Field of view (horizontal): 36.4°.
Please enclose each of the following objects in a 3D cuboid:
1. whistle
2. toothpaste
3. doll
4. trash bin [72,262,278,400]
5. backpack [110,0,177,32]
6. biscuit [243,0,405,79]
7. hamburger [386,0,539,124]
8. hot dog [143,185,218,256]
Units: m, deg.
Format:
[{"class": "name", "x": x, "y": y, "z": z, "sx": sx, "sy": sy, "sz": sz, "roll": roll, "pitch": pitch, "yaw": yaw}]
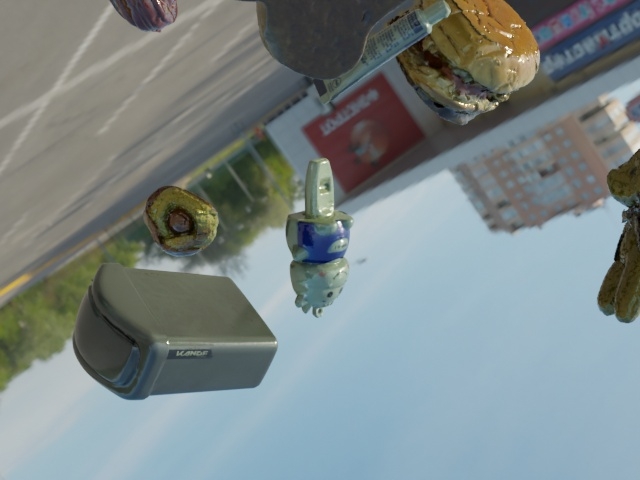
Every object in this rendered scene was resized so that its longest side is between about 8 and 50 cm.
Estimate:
[{"class": "whistle", "x": 0.000, "y": 0.000, "z": 1.450, "sx": 0.092, "sy": 0.245, "sz": 0.110, "roll": 15, "pitch": -160, "yaw": 41}, {"class": "toothpaste", "x": 0.081, "y": -0.263, "z": 1.329, "sx": 0.216, "sy": 0.062, "sz": 0.037, "roll": -30, "pitch": 147, "yaw": 19}, {"class": "doll", "x": 0.337, "y": -0.018, "z": 1.031, "sx": 0.137, "sy": 0.097, "sz": 0.210, "roll": 26, "pitch": 86, "yaw": -84}, {"class": "trash bin", "x": -0.191, "y": 0.114, "z": 1.225, "sx": 0.236, "sy": 0.177, "sz": 0.101, "roll": 6, "pitch": 119, "yaw": -40}, {"class": "backpack", "x": -0.402, "y": -0.570, "z": 2.182, "sx": 0.138, "sy": 0.229, "sz": 0.229, "roll": -21, "pitch": -168, "yaw": 17}, {"class": "biscuit", "x": 0.090, "y": -0.313, "z": 0.824, "sx": 0.432, "sy": 0.283, "sz": 0.064, "roll": -33, "pitch": -133, "yaw": 21}, {"class": "hamburger", "x": 0.243, "y": -0.328, "z": 1.647, "sx": 0.163, "sy": 0.244, "sz": 0.244, "roll": -35, "pitch": -174, "yaw": 37}, {"class": "hot dog", "x": -0.238, "y": -0.025, "z": 1.606, "sx": 0.093, "sy": 0.123, "sz": 0.261, "roll": -47, "pitch": -176, "yaw": -15}]
